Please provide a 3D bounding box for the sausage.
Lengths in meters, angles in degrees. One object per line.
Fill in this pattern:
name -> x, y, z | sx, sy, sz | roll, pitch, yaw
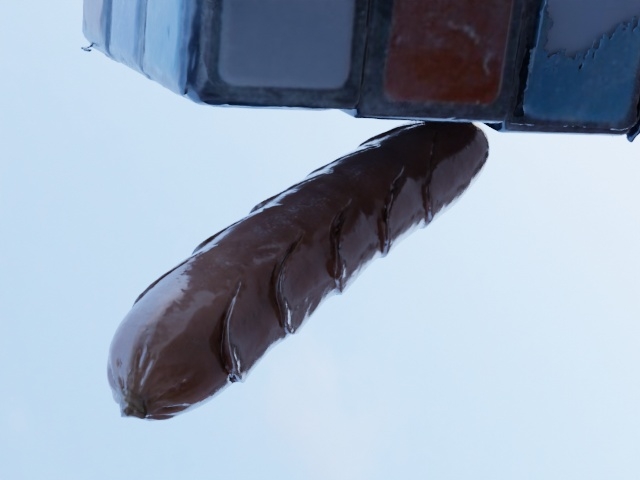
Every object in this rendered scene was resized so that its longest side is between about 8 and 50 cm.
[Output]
sausage -> -0.002, 0.000, 0.813 | 0.433, 0.087, 0.088 | -36, -65, -47

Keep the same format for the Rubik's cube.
Rubik's cube -> 0.030, -0.281, 0.860 | 0.358, 0.362, 0.363 | -1, -71, -19
